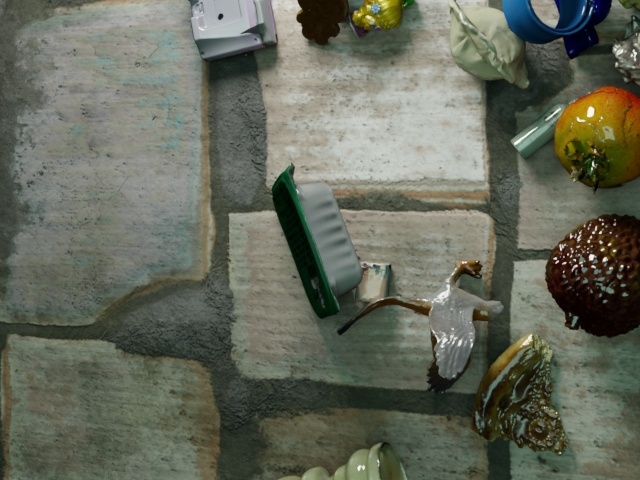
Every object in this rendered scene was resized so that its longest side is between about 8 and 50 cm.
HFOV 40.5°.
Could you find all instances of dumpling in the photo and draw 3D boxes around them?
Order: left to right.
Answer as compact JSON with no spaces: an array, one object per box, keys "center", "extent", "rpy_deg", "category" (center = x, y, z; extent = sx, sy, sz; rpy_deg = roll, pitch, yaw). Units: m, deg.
[{"center":[0.344,-0.422,1.837],"extent":[0.147,0.193,0.258],"rpy_deg":[-42,68,22],"category":"dumpling"}]

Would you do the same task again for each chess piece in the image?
[{"center":[0.024,0.585,1.982],"extent":[0.330,0.182,0.182],"rpy_deg":[-19,87,21],"category":"chess piece"}]

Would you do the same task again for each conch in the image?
[{"center":[0.708,-0.348,1.725],"extent":[0.241,0.186,0.313],"rpy_deg":[-12,72,-7],"category":"conch"}]

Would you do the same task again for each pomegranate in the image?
[{"center":[0.578,-0.202,1.762],"extent":[0.210,0.235,0.210],"rpy_deg":[22,136,22],"category":"pomegranate"}]

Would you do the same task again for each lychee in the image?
[{"center":[0.581,0.069,1.772],"extent":[0.236,0.236,0.271],"rpy_deg":[29,75,13],"category":"lychee"}]

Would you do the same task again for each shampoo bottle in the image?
[{"center":[0.503,-0.256,1.870],"extent":[0.195,0.056,0.056],"rpy_deg":[-40,81,13],"category":"shampoo bottle"}]

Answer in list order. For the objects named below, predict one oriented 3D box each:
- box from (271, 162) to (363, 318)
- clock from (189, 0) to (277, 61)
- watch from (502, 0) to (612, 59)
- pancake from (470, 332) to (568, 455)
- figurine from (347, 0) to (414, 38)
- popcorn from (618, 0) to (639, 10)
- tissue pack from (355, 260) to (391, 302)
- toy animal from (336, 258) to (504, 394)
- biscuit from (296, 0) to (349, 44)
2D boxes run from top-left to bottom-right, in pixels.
[{"center":[0.000,0.000,1.950],"extent":[0.106,0.264,0.336],"rpy_deg":[-20,86,-13],"category":"box"},{"center":[-0.214,-0.559,2.050],"extent":[0.186,0.083,0.253],"rpy_deg":[-11,89,17],"category":"clock"},{"center":[0.481,-0.484,1.779],"extent":[0.200,0.171,0.196],"rpy_deg":[-12,85,-19],"category":"watch"},{"center":[0.459,0.365,1.900],"extent":[0.244,0.057,0.266],"rpy_deg":[43,101,10],"category":"pancake"},{"center":[0.138,-0.516,1.937],"extent":[0.156,0.115,0.095],"rpy_deg":[-19,97,14],"category":"figurine"},{"center":[0.667,-0.536,1.797],"extent":[0.097,0.109,0.089],"rpy_deg":[28,65,-20],"category":"popcorn"},{"center":[0.121,0.097,1.987],"extent":[0.074,0.059,0.094],"rpy_deg":[4,93,13],"category":"tissue pack"},{"center":[0.237,0.158,1.928],"extent":[0.284,0.225,0.302],"rpy_deg":[31,78,15],"category":"toy animal"},{"center":[0.001,-0.520,1.962],"extent":[0.124,0.175,0.026],"rpy_deg":[26,56,3],"category":"biscuit"}]
